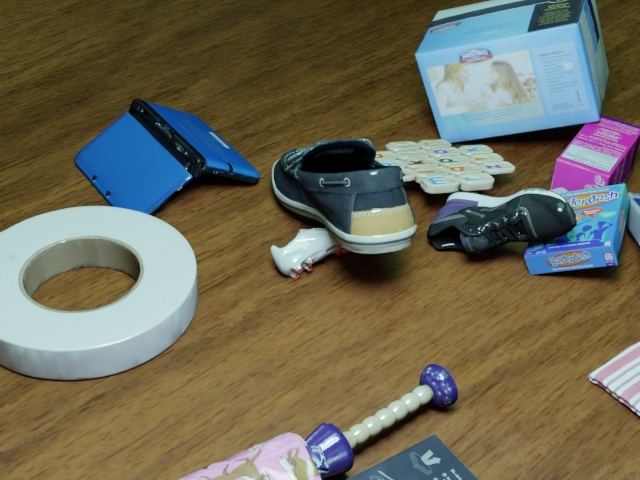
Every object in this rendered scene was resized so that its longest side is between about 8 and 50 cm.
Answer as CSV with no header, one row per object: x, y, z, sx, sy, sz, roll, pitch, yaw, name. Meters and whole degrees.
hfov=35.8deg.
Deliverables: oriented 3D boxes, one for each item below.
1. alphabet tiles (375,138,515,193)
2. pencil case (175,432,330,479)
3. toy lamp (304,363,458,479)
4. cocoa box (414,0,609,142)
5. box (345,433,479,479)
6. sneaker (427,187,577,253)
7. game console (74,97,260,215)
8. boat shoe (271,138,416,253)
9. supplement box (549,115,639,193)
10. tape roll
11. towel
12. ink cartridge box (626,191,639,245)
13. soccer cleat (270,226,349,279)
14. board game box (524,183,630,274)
0.236,-0.153,2.001,0.278,0.021,0.284,-5,24,-13,alphabet tiles
-0.166,0.375,1.230,0.386,0.167,0.160,-18,77,-24,pencil case
0.079,0.268,1.447,0.275,0.080,0.080,-24,44,-33,toy lamp
0.411,-0.374,2.098,0.347,0.231,0.228,-6,33,26,cocoa box
0.136,0.364,1.306,0.158,0.093,0.156,-21,42,-26,box
0.319,-0.016,1.776,0.283,0.107,0.124,-1,36,46,sneaker
-0.313,-0.150,2.020,0.250,0.173,0.293,11,24,-45,game console
0.034,-0.116,1.815,0.187,0.156,0.500,-10,19,-16,boat shoe
0.553,-0.150,1.989,0.114,0.111,0.220,23,42,25,supplement box
-0.403,0.078,1.678,0.392,0.072,0.392,1,37,-1,tape roll
0.537,0.238,1.549,0.144,0.029,0.197,-23,41,-29,towel
0.727,-0.019,1.830,0.304,0.072,0.307,9,11,10,ink cartridge box
0.000,0.000,1.797,0.196,0.068,0.076,-27,66,-29,soccer cleat
0.476,-0.023,1.824,0.160,0.047,0.210,-9,30,29,board game box
